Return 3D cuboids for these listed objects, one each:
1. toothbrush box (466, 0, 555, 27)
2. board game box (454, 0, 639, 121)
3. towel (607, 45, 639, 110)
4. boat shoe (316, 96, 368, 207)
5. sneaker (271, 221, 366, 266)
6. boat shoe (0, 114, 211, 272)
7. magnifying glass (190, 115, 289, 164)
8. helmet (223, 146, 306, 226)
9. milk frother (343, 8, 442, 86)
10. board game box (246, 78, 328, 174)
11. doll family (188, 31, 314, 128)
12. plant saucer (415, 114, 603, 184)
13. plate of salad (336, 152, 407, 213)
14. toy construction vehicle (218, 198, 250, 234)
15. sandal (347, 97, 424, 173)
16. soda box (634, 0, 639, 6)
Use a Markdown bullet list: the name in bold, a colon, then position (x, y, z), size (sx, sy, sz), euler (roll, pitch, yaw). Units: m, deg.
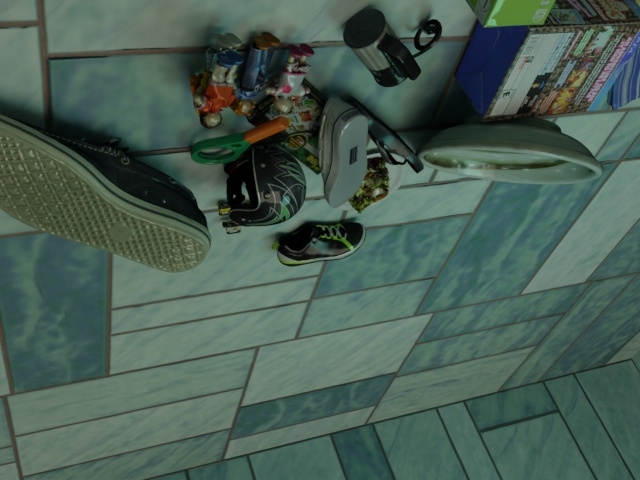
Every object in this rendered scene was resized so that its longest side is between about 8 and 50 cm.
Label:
- **toothbrush box**: position (0.306, -0.506, 1.179), size (0.122, 0.206, 0.283), euler (-8, 146, -21)
- **board game box**: position (0.454, -0.376, 1.522), size (0.291, 0.141, 0.232), euler (-8, 145, -22)
- **towel**: position (0.831, -0.438, 1.763), size (0.336, 0.040, 0.243), euler (-22, 147, -1)
- **boat shoe**: position (0.033, -0.176, 1.554), size (0.096, 0.088, 0.267), euler (-32, 151, -19)
- **sneaker**: position (0.000, 0.000, 1.852), size (0.234, 0.084, 0.097), euler (-18, 147, -7)
- **boat shoe**: position (-0.414, -0.099, 1.394), size (0.500, 0.156, 0.187), euler (27, 129, -37)
- **magnifying glass**: position (-0.154, -0.189, 1.455), size (0.231, 0.026, 0.092), euler (-15, 163, 37)
- **helmet**: position (-0.107, -0.110, 1.552), size (0.161, 0.169, 0.169), euler (-22, 152, 30)
- **milk frother**: position (0.136, -0.372, 1.394), size (0.135, 0.129, 0.143), euler (36, 73, -55)
- **board game box**: position (-0.023, -0.228, 1.553), size (0.136, 0.030, 0.259), euler (-35, 146, 15)
- **doll family**: position (-0.139, -0.282, 1.349), size (0.263, 0.118, 0.163), euler (-18, 146, -42)
- **plant saucer**: position (0.410, -0.204, 1.675), size (0.400, 0.101, 0.400), euler (7, 177, 0)
- **plate of salad**: position (0.111, -0.126, 1.769), size (0.199, 0.048, 0.200), euler (-15, 148, -10)
- **toy construction vehicle**: position (-0.184, -0.060, 1.704), size (0.098, 0.035, 0.086), euler (-11, 136, -22)
- **sandal**: position (0.128, -0.212, 1.611), size (0.054, 0.097, 0.254), euler (-45, 133, 13)
- **soda box**: position (0.599, -0.526, 1.469), size (0.061, 0.058, 0.181), euler (-36, 145, 20)
